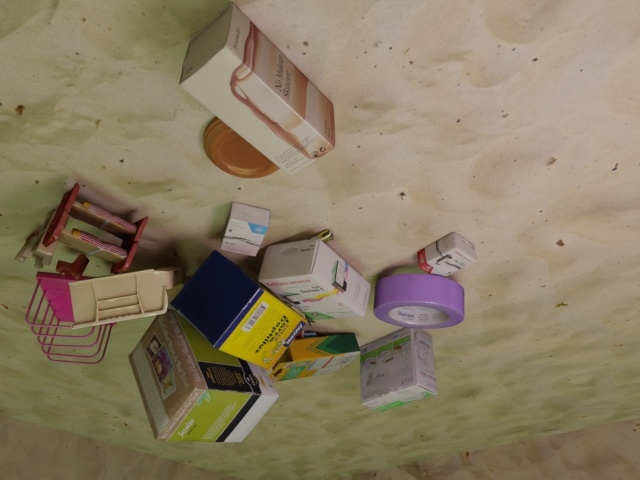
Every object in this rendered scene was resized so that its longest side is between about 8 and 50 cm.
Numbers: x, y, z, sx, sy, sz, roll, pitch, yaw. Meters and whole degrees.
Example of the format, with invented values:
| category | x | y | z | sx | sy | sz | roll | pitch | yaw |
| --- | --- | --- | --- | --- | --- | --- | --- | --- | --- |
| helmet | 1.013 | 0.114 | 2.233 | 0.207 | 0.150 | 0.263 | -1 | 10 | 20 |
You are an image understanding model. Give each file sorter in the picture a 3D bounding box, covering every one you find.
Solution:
| category | x | y | z | sx | sy | sz | roll | pitch | yaw |
| --- | --- | --- | --- | --- | --- | --- | --- | --- | --- |
| file sorter | -0.812 | 0.267 | 1.766 | 0.202 | 0.182 | 0.291 | 6 | 143 | -7 |

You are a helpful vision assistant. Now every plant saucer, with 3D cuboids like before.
| category | x | y | z | sx | sy | sz | roll | pitch | yaw |
| --- | --- | --- | --- | --- | --- | --- | --- | --- | --- |
| plant saucer | -0.170 | -0.208 | 1.238 | 0.199 | 0.037 | 0.200 | 1 | 143 | 1 |

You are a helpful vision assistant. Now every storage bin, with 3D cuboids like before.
| category | x | y | z | sx | sy | sz | roll | pitch | yaw |
| --- | --- | --- | --- | --- | --- | --- | --- | --- | --- |
| storage bin | -0.529 | 0.149 | 1.520 | 0.260 | 0.123 | 0.262 | -9 | 180 | -5 |

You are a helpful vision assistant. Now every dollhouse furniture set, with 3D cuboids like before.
| category | x | y | z | sx | sy | sz | roll | pitch | yaw |
| --- | --- | --- | --- | --- | --- | --- | --- | --- | --- |
| dollhouse furniture set | -0.655 | -0.003 | 1.469 | 0.201 | 0.152 | 0.374 | 30 | 152 | -33 |

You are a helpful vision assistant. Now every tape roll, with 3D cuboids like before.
| category | x | y | z | sx | sy | sz | roll | pitch | yaw |
| --- | --- | --- | --- | --- | --- | --- | --- | --- | --- |
| tape roll | 0.302 | 0.192 | 1.662 | 0.274 | 0.090 | 0.275 | 5 | 155 | 2 |

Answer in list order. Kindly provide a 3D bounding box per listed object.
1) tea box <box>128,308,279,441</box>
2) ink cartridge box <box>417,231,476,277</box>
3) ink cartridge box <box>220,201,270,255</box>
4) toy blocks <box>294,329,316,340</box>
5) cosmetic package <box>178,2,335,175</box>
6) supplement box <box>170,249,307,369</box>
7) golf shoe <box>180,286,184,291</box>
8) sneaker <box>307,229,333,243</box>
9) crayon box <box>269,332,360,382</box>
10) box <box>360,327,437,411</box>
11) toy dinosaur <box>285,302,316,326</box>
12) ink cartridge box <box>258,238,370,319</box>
| category | x | y | z | sx | sy | sz | roll | pitch | yaw |
| --- | --- | --- | --- | --- | --- | --- | --- | --- | --- |
| tea box | -0.360 | 0.413 | 1.651 | 0.323 | 0.329 | 0.220 | 24 | 110 | -44 |
| ink cartridge box | 0.360 | 0.046 | 1.542 | 0.099 | 0.056 | 0.135 | 28 | 136 | -30 |
| ink cartridge box | -0.211 | -0.017 | 1.472 | 0.104 | 0.060 | 0.180 | 12 | 142 | -15 |
| toy blocks | -0.083 | 0.374 | 1.993 | 0.148 | 0.054 | 0.123 | -6 | 142 | 8 |
| cosmetic package | -0.110 | -0.282 | 1.047 | 0.129 | 0.153 | 0.296 | -27 | 136 | 30 |
| supplement box | -0.219 | 0.209 | 1.541 | 0.194 | 0.195 | 0.356 | 35 | 173 | 29 |
| golf shoe | -0.364 | 0.187 | 1.657 | 0.120 | 0.105 | 0.273 | -1 | 169 | 22 |
| sneaker | 0.000 | 0.000 | 1.513 | 0.083 | 0.031 | 0.035 | -23 | 137 | 29 |
| crayon box | -0.042 | 0.429 | 1.968 | 0.322 | 0.083 | 0.203 | -2 | 148 | -28 |
| box | 0.274 | 0.468 | 1.962 | 0.126 | 0.231 | 0.262 | 30 | 134 | -32 |
| toy dinosaur | -0.017 | 0.224 | 1.793 | 0.268 | 0.064 | 0.118 | -12 | 134 | 21 |
| ink cartridge box | -0.015 | 0.121 | 1.572 | 0.201 | 0.117 | 0.278 | -9 | 144 | 36 |
